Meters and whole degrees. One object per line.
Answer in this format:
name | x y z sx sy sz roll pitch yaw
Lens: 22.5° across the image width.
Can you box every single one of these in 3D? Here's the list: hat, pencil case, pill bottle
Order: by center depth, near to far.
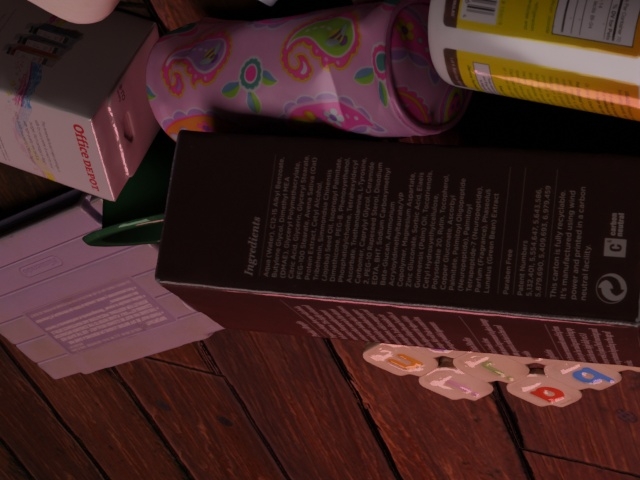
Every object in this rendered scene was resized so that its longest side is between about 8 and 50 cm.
pill bottle | 0.191 -0.147 1.109 0.215 0.117 0.117 14 148 25
pencil case | -0.010 -0.135 1.308 0.284 0.124 0.124 -2 139 42
hat | -0.172 -0.096 1.600 0.209 0.183 0.173 -6 172 -27

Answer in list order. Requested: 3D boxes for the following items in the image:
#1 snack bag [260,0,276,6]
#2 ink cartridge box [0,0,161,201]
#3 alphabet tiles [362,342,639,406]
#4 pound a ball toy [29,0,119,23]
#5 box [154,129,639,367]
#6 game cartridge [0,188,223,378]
snack bag | -0.107 -0.336 1.147 0.323 0.037 0.342 33 151 -9
ink cartridge box | -0.244 -0.141 1.480 0.176 0.127 0.128 20 149 16
alphabet tiles | 0.171 0.082 1.519 0.278 0.021 0.284 25 144 -24
pound a ball toy | -0.214 -0.282 1.147 0.208 0.135 0.319 29 151 -4
box | 0.080 0.008 1.305 0.382 0.143 0.191 3 167 14
game cartridge | -0.267 0.049 1.846 0.355 0.068 0.230 -18 130 43
